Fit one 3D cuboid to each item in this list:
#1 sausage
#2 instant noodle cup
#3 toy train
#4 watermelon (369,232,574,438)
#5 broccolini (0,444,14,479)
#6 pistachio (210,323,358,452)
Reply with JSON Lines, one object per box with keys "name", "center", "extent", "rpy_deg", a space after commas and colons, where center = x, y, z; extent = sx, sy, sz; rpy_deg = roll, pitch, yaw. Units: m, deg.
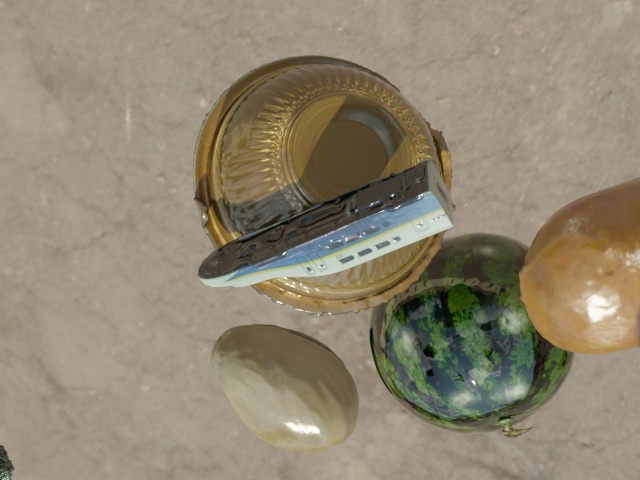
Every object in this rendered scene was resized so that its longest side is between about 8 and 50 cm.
{"name": "sausage", "center": [0.238, -0.011, 0.582], "extent": [0.109, 0.270, 0.109], "rpy_deg": [49, 153, 36]}
{"name": "instant noodle cup", "center": [0.016, -0.068, 0.919], "extent": [0.274, 0.274, 0.091], "rpy_deg": [44, 160, -2]}
{"name": "toy train", "center": [0.000, 0.000, 0.837], "extent": [0.234, 0.052, 0.051], "rpy_deg": [-23, 125, 21]}
{"name": "watermelon", "center": [0.190, 0.117, 1.210], "extent": [0.269, 0.269, 0.269], "rpy_deg": [17, 129, 23]}
{"name": "broccolini", "center": [-0.211, 0.140, 0.460], "extent": [0.030, 0.140, 0.035], "rpy_deg": [59, 173, -22]}
{"name": "pistachio", "center": [-0.059, 0.252, 1.669], "extent": [0.288, 0.197, 0.166], "rpy_deg": [40, 171, 0]}
